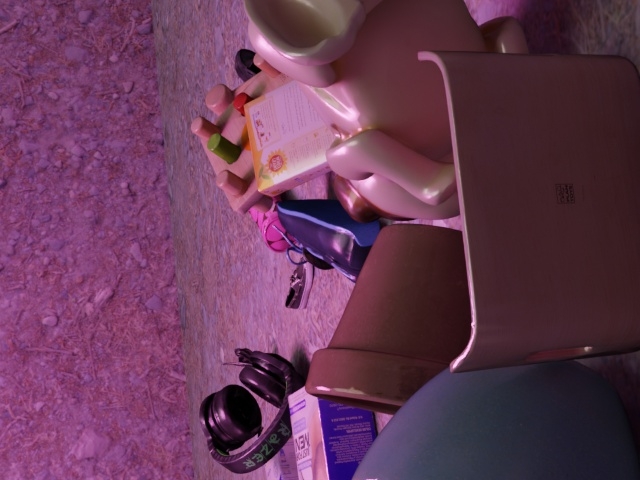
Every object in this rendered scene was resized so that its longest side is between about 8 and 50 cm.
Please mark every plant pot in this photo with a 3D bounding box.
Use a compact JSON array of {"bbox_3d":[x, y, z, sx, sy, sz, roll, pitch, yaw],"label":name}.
[{"bbox_3d":[0.127,0.105,1.287,0.263,0.263,0.229,157,125,-72],"label":"plant pot"},{"bbox_3d":[0.203,0.217,1.041,0.195,0.290,0.290,-64,12,-15],"label":"plant pot"}]

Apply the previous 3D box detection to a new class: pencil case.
[{"bbox_3d":[-0.107,-0.061,2.208,0.098,0.095,0.209,56,178,-32],"label":"pencil case"}]

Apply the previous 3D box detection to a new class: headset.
[{"bbox_3d":[-0.128,0.348,2.198,0.243,0.185,0.394,-44,27,9],"label":"headset"}]

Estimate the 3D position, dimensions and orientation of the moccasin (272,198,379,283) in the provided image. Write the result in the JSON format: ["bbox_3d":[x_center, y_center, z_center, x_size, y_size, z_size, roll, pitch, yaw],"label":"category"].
[{"bbox_3d":[0.000,0.000,1.805,0.342,0.137,0.117,-144,48,-69],"label":"moccasin"}]

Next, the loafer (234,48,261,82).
[{"bbox_3d":[-0.132,-0.373,2.272,0.223,0.076,0.078,-120,37,-47],"label":"loafer"}]

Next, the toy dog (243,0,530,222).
[{"bbox_3d":[0.069,-0.179,1.188,0.395,0.284,0.408,26,156,43],"label":"toy dog"}]

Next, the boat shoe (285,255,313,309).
[{"bbox_3d":[-0.044,0.089,2.112,0.049,0.040,0.142,-113,26,-47],"label":"boat shoe"}]

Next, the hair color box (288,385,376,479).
[{"bbox_3d":[0.033,0.420,1.817,0.185,0.110,0.339,132,130,-65],"label":"hair color box"}]

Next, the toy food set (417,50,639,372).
[{"bbox_3d":[0.206,-0.036,0.986,0.092,0.219,0.306,156,109,-65],"label":"toy food set"}]

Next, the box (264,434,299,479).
[{"bbox_3d":[-0.074,0.479,2.220,0.126,0.072,0.137,113,150,-53],"label":"box"}]

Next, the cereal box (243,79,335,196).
[{"bbox_3d":[-0.013,-0.195,1.733,0.240,0.047,0.173,-21,68,29],"label":"cereal box"}]

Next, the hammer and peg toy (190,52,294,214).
[{"bbox_3d":[-0.123,-0.247,1.970,0.266,0.127,0.361,-44,43,16],"label":"hammer and peg toy"}]
